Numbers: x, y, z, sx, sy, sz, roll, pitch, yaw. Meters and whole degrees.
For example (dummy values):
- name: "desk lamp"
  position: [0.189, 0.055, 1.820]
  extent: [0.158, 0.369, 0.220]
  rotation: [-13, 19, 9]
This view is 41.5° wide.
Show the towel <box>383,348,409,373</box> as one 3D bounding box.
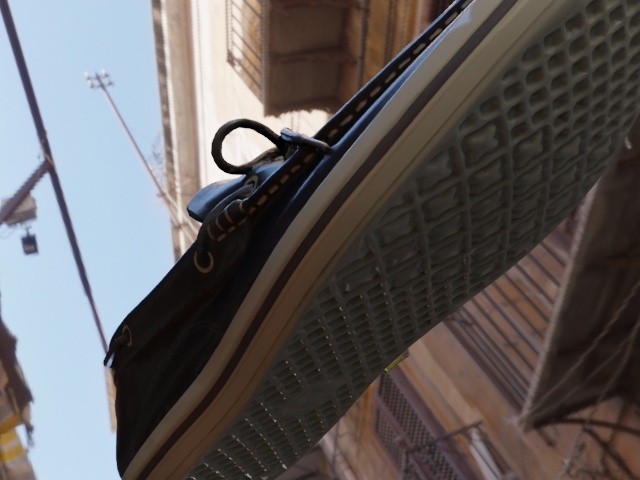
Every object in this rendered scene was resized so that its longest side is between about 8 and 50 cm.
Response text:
- name: "towel"
  position: [0.078, 0.137, 1.144]
  extent: [0.060, 0.083, 0.009]
  rotation: [-34, -13, -41]

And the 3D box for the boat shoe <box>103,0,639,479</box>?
- name: "boat shoe"
  position: [0.000, 0.000, 0.531]
  extent: [0.186, 0.156, 0.500]
  rotation: [1, -40, -43]
